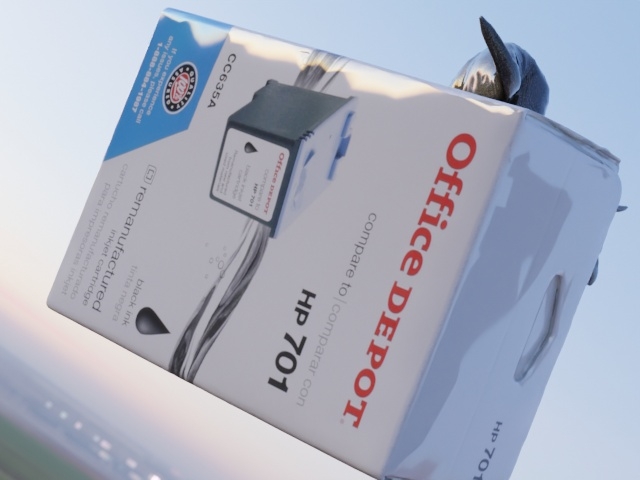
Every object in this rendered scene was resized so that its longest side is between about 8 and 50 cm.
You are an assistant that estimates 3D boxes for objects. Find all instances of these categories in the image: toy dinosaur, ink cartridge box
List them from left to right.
[{"bbox_3d":[0.000,0.000,0.562,0.190,0.140,0.082,21,0,41],"label":"ink cartridge box"},{"bbox_3d":[0.111,-0.060,0.987,0.121,0.160,0.313,12,-34,29],"label":"toy dinosaur"}]
